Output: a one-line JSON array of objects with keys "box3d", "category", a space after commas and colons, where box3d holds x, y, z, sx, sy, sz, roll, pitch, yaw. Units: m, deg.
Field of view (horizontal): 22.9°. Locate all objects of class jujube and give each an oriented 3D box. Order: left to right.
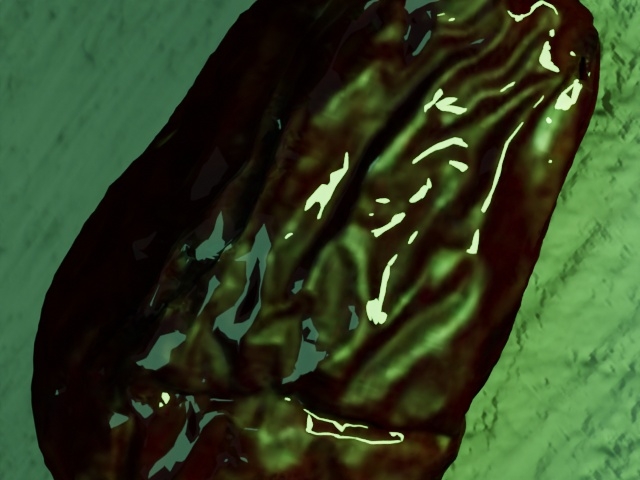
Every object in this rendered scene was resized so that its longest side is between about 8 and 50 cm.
[{"box3d": [0.000, 0.000, 0.758, 0.216, 0.216, 0.342, 36, 105, 27], "category": "jujube"}]
